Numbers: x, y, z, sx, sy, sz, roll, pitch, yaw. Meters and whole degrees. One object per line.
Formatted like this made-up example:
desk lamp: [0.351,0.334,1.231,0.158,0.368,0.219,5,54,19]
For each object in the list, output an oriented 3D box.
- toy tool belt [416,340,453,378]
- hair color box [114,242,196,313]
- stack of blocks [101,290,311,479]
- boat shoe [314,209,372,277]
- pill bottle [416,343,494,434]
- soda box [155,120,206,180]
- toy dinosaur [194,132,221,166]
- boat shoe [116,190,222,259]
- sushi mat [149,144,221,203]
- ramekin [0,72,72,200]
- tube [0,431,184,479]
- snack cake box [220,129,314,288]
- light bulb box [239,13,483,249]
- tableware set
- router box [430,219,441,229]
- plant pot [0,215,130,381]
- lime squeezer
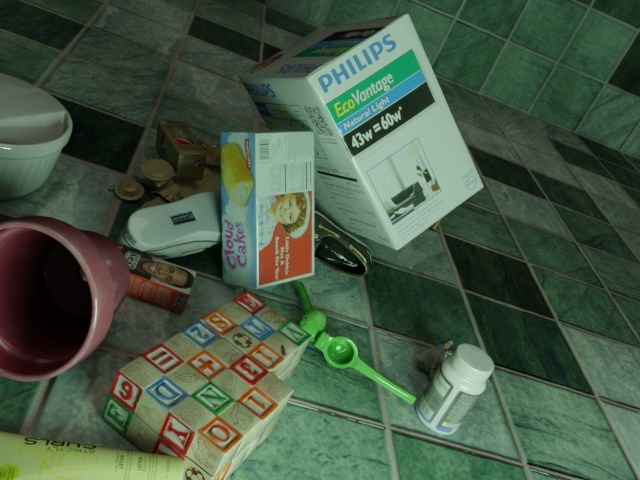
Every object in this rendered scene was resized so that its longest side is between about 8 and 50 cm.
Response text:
toy tool belt: [0.211,0.214,1.322,0.083,0.052,0.051,-12,77,-46]
hair color box: [-0.275,0.059,1.176,0.141,0.043,0.072,21,27,-10]
stack of blocks: [-0.128,0.195,1.017,0.171,0.087,0.297,34,28,14]
boat shoe: [0.000,0.000,1.466,0.227,0.081,0.069,26,23,-5]
pill bottle: [0.215,0.236,1.180,0.078,0.137,0.078,20,28,-11]
soda box: [-0.292,-0.188,1.537,0.058,0.061,0.181,-1,30,-26]
toy dinosaur: [-0.209,-0.177,1.607,0.092,0.053,0.183,-16,40,-33]
boat shoe: [-0.233,-0.016,1.296,0.267,0.088,0.096,-20,75,-46]
sushi mat: [-0.225,-0.119,1.551,0.151,0.019,0.316,27,27,1]
ramekin: [-0.569,-0.177,1.248,0.272,0.127,0.273,20,28,-11]
tube: [-0.275,0.259,0.822,0.240,0.062,0.070,12,-10,-15]
snack cake box: [-0.090,-0.060,1.294,0.089,0.265,0.152,8,12,38]
light bulb box: [0.070,-0.215,1.437,0.225,0.361,0.358,-35,24,-15]
tableware set: [-0.308,-0.090,1.401,0.168,0.020,0.141,40,47,19]
router box: [0.200,-0.172,1.929,0.242,0.081,0.309,22,28,-8]
plant pot: [-0.346,0.063,0.974,0.201,0.201,0.180,28,11,4]
lime squeezer: [0.025,0.171,1.243,0.310,0.059,0.110,42,2,31]
